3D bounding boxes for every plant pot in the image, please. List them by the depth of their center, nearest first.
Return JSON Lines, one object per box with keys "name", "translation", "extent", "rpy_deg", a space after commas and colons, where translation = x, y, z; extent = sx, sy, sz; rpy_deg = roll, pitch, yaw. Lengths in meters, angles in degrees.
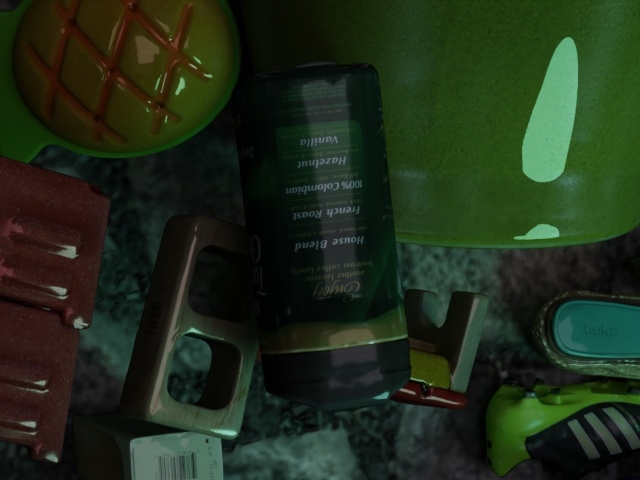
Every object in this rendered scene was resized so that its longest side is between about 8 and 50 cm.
{"name": "plant pot", "translation": [0.094, -0.186, 1.164], "extent": [0.366, 0.366, 0.353], "rpy_deg": [-3, 103, -24]}

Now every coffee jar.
{"name": "coffee jar", "translation": [0.000, 0.000, 1.027], "extent": [0.079, 0.096, 0.184], "rpy_deg": [-7, 89, -10]}

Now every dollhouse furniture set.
{"name": "dollhouse furniture set", "translation": [-0.116, 0.060, 1.134], "extent": [0.374, 0.201, 0.152], "rpy_deg": [16, 83, -30]}

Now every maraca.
{"name": "maraca", "translation": [-0.140, -0.109, 1.166], "extent": [0.185, 0.099, 0.127], "rpy_deg": [-13, 101, 6]}

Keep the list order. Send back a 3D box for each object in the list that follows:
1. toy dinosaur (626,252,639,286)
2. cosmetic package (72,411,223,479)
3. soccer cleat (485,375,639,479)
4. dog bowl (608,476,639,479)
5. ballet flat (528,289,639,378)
{"name": "toy dinosaur", "translation": [0.275, -0.066, 1.368], "extent": [0.313, 0.121, 0.160], "rpy_deg": [50, 55, -5]}
{"name": "cosmetic package", "translation": [-0.107, 0.132, 1.175], "extent": [0.060, 0.115, 0.041], "rpy_deg": [-4, 93, -23]}
{"name": "soccer cleat", "translation": [0.195, 0.135, 1.351], "extent": [0.179, 0.060, 0.072], "rpy_deg": [2, 105, -22]}
{"name": "dog bowl", "translation": [0.227, 0.293, 1.302], "extent": [0.265, 0.104, 0.265], "rpy_deg": [8, 74, -31]}
{"name": "ballet flat", "translation": [0.241, 0.069, 1.355], "extent": [0.206, 0.067, 0.073], "rpy_deg": [11, 81, -15]}
